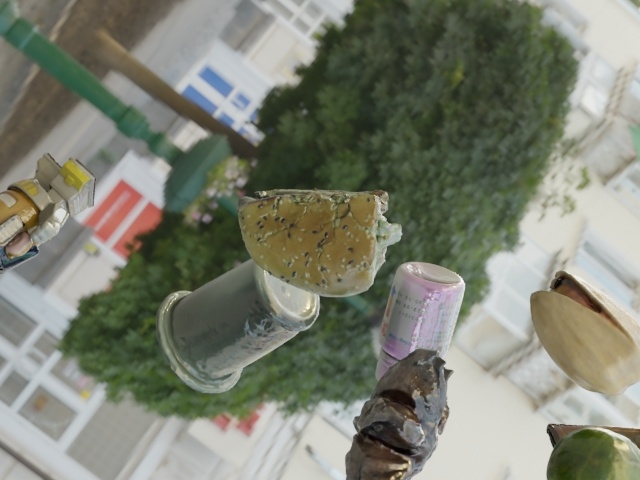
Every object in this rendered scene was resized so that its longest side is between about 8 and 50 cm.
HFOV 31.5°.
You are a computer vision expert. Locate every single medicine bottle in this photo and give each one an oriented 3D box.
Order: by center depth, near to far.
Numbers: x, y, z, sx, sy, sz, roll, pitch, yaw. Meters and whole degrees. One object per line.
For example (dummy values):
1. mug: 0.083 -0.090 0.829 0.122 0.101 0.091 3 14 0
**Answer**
1. medicine bottle: 0.204 0.184 2.381 0.152 0.152 0.254 -77 179 -73

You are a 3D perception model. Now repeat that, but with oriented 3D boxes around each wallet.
1. wallet: 0.558 0.400 2.116 0.137 0.255 0.031 -103 -157 -50

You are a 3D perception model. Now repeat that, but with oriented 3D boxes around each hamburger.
1. hamburger: 0.000 0.000 1.923 0.168 0.288 0.192 7 82 -71

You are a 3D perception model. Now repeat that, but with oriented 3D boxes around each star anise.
1. star anise: 0.094 0.297 1.654 0.359 0.139 0.315 -36 139 -61

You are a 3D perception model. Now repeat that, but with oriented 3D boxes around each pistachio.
1. pistachio: 0.454 0.156 1.916 0.157 0.229 0.157 -37 164 -12

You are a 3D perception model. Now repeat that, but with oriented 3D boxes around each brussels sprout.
1. brussels sprout: 0.449 0.380 1.817 0.161 0.181 0.143 50 -56 38

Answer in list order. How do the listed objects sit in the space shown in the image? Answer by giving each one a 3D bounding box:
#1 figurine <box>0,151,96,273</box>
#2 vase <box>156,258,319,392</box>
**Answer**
1. figurine: -0.563 -0.040 2.119 0.308 0.143 0.308 -33 -164 11
2. vase: -0.154 0.156 2.336 0.291 0.245 0.245 -30 -162 32
